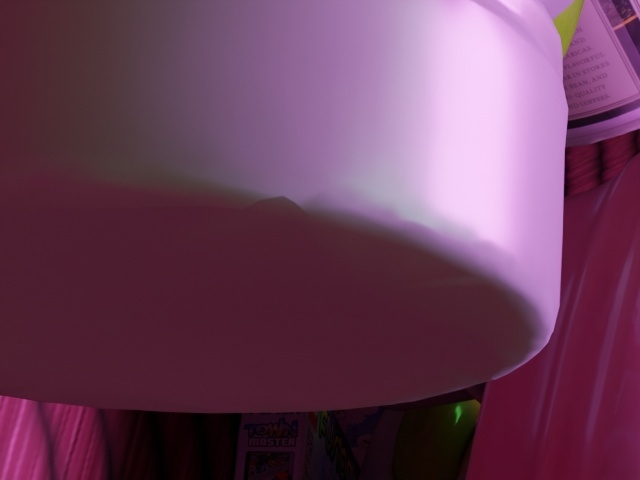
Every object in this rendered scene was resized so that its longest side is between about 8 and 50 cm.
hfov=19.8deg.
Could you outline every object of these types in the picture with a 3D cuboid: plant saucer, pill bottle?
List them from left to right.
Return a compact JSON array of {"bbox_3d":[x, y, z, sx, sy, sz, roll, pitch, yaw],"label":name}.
[{"bbox_3d":[-0.032,-0.167,0.456,0.224,0.224,0.392,58,33,-68],"label":"pill bottle"},{"bbox_3d":[0.126,0.111,0.814,0.332,0.084,0.332,9,90,-74],"label":"plant saucer"}]

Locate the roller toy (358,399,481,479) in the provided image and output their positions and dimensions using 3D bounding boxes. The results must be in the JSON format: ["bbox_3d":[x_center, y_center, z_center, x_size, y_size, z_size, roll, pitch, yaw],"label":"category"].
[{"bbox_3d":[0.121,0.157,1.052,0.209,0.146,0.191,-23,121,-56],"label":"roller toy"}]

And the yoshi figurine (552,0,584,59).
[{"bbox_3d":[0.098,-0.162,0.622,0.203,0.362,0.203,51,7,-42],"label":"yoshi figurine"}]

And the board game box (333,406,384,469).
[{"bbox_3d":[0.053,0.132,1.167,0.020,0.090,0.090,-71,157,-56],"label":"board game box"}]

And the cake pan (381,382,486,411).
[{"bbox_3d":[0.012,-0.050,0.836,0.293,0.054,0.293,59,17,-29],"label":"cake pan"}]

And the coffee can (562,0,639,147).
[{"bbox_3d":[0.104,-0.214,0.961,0.275,0.201,0.201,56,30,-32],"label":"coffee can"}]

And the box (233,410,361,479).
[{"bbox_3d":[-0.008,0.159,1.009,0.207,0.036,0.114,68,24,-60],"label":"box"}]
